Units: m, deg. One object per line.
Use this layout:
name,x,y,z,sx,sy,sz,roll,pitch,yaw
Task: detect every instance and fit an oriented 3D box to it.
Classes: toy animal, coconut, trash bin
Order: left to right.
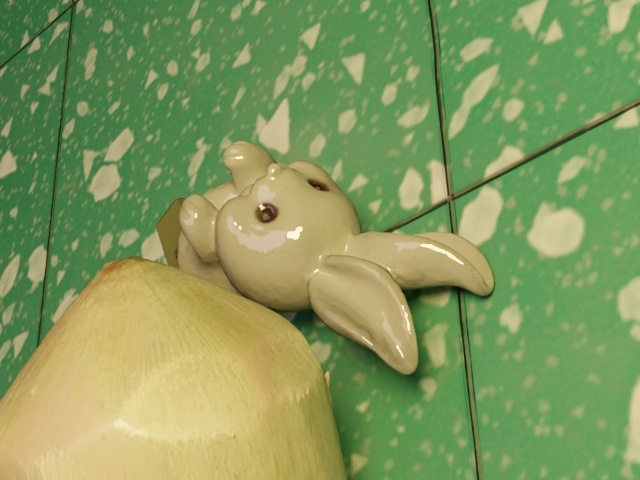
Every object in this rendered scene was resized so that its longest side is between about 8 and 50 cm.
coconut,-0.089,0.126,0.696,0.224,0.224,0.234,-21,83,41
trash bin,-0.088,0.014,0.900,0.043,0.061,0.092,-52,37,15
toy animal,-0.003,0.001,0.759,0.104,0.131,0.221,-35,24,-35
